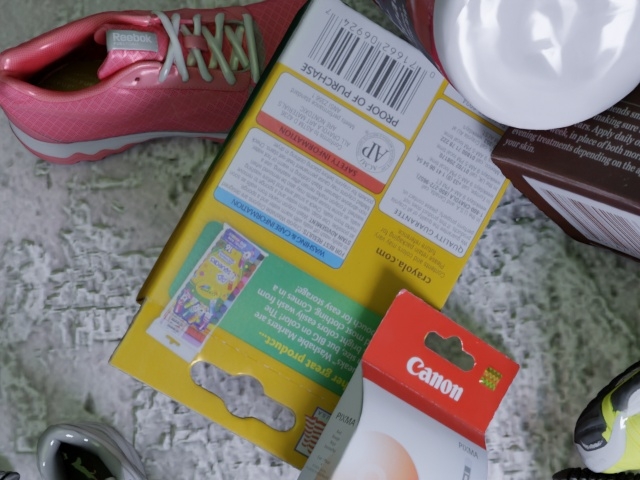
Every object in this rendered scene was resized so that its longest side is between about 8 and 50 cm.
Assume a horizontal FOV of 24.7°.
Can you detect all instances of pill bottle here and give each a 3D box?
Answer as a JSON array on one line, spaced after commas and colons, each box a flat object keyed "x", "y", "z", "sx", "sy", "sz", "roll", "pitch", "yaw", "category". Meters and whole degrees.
[{"x": 0.116, "y": -0.225, "z": 1.087, "sx": 0.176, "sy": 0.176, "sz": 0.318, "roll": -32, "pitch": 35, "yaw": 1, "category": "pill bottle"}]

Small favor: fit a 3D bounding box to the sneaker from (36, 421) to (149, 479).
[{"x": -0.141, "y": 0.227, "z": 1.106, "sx": 0.232, "sy": 0.115, "sz": 0.090, "roll": 40, "pitch": 85, "yaw": 17, "category": "sneaker"}]

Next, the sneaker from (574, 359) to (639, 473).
[{"x": 0.370, "y": 0.101, "z": 1.039, "sx": 0.384, "sy": 0.145, "sz": 0.147, "roll": -22, "pitch": 87, "yaw": 11, "category": "sneaker"}]

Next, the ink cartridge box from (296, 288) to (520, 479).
[{"x": 0.076, "y": 0.148, "z": 1.080, "sx": 0.045, "sy": 0.145, "sz": 0.179, "roll": 21, "pitch": 80, "yaw": 57, "category": "ink cartridge box"}]

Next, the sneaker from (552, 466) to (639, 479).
[{"x": 0.249, "y": 0.215, "z": 1.079, "sx": 0.161, "sy": 0.057, "sz": 0.075, "roll": 7, "pitch": 93, "yaw": 10, "category": "sneaker"}]

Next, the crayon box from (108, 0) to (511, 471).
[{"x": 0.000, "y": 0.000, "z": 1.121, "sx": 0.203, "sy": 0.083, "sz": 0.323, "roll": 31, "pitch": 81, "yaw": -9, "category": "crayon box"}]

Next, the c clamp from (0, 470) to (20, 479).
[{"x": -0.307, "y": 0.181, "z": 1.196, "sx": 0.160, "sy": 0.022, "sz": 0.137, "roll": 42, "pitch": 86, "yaw": 18, "category": "c clamp"}]

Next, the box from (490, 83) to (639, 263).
[{"x": 0.318, "y": -0.159, "z": 1.077, "sx": 0.381, "sy": 0.143, "sz": 0.191, "roll": -56, "pitch": 37, "yaw": -5, "category": "box"}]

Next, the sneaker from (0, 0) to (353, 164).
[{"x": -0.119, "y": -0.137, "z": 1.187, "sx": 0.313, "sy": 0.136, "sz": 0.116, "roll": -12, "pitch": 74, "yaw": 6, "category": "sneaker"}]
